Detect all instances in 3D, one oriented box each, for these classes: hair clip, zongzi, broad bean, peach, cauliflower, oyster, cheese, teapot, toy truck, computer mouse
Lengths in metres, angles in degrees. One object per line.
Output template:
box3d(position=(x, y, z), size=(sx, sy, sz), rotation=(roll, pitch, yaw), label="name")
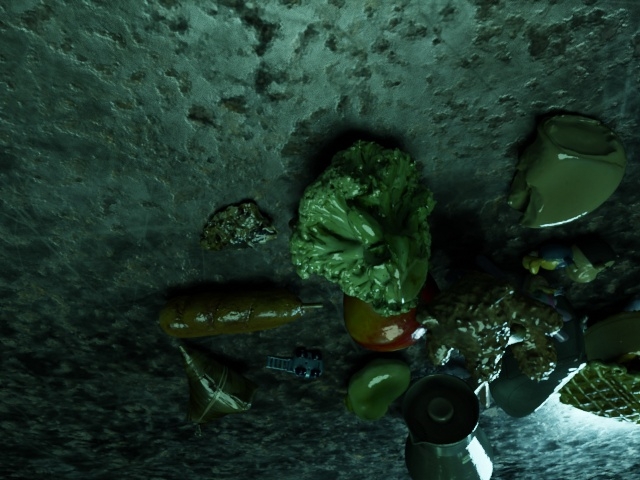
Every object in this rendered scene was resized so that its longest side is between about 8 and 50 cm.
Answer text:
box3d(position=(0.396, 0.121, 1.059), size=(0.278, 0.137, 0.090), rotation=(24, 149, -2), label="hair clip")
box3d(position=(-0.319, 0.369, 1.332), size=(0.241, 0.111, 0.247), rotation=(43, 128, -17), label="zongzi")
box3d(position=(0.144, 0.385, 1.378), size=(0.169, 0.100, 0.228), rotation=(22, 119, -36), label="broad bean")
box3d(position=(0.146, 0.122, 1.032), size=(0.197, 0.197, 0.197), rotation=(-2, 137, -2), label="peach")
box3d(position=(0.094, -0.005, 0.830), size=(0.275, 0.250, 0.272), rotation=(15, 110, -27), label="cauliflower")
box3d(position=(-0.160, -0.011, 0.961), size=(0.148, 0.051, 0.103), rotation=(-22, 128, 32), label="oyster")
box3d(position=(0.402, -0.102, 0.877), size=(0.175, 0.091, 0.202), rotation=(9, 135, -11), label="cheese")
box3d(position=(0.362, 0.527, 1.447), size=(0.300, 0.253, 0.344), rotation=(-39, 138, -20), label="teapot")
box3d(position=(-0.062, 0.307, 1.303), size=(0.136, 0.063, 0.074), rotation=(14, 153, -14), label="toy truck")
box3d(position=(0.483, 0.274, 1.217), size=(0.121, 0.188, 0.371), rotation=(14, 134, -8), label="computer mouse")

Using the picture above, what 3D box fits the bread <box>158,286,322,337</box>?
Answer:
box3d(position=(-0.166, 0.147, 1.105), size=(0.344, 0.084, 0.124), rotation=(-7, 159, 2), label="bread")

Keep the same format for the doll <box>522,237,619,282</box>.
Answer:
box3d(position=(0.502, 0.045, 1.047), size=(0.179, 0.102, 0.089), rotation=(-10, 98, 8), label="doll")

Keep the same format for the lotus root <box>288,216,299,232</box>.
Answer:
box3d(position=(0.000, 0.000, 0.974), size=(0.073, 0.062, 0.150), rotation=(-25, 133, 31), label="lotus root")

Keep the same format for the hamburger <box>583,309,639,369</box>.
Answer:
box3d(position=(0.765, 0.285, 1.237), size=(0.300, 0.176, 0.300), rotation=(12, 135, 12), label="hamburger")

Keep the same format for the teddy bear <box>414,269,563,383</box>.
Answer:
box3d(position=(0.303, 0.175, 0.922), size=(0.246, 0.222, 0.296), rotation=(-17, 109, 28), label="teddy bear")

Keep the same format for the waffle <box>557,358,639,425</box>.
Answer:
box3d(position=(0.646, 0.341, 1.176), size=(0.214, 0.054, 0.208), rotation=(10, 133, 18), label="waffle")
